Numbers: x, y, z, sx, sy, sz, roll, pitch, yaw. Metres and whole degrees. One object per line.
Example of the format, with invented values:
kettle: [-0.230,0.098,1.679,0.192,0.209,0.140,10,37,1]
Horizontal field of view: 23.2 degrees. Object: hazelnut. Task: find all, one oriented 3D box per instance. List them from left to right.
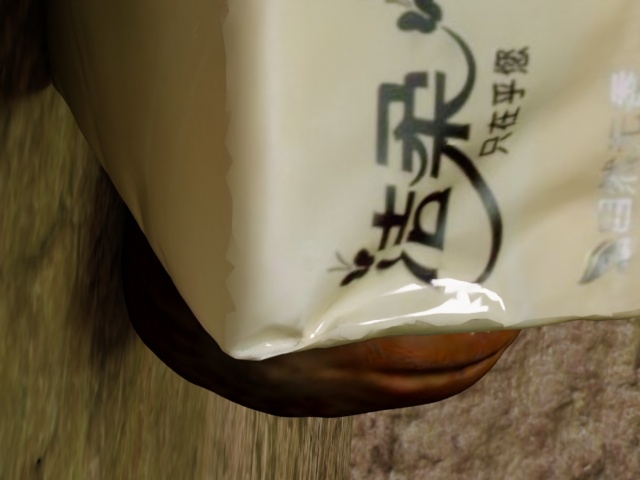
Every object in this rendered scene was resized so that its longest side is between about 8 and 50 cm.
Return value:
hazelnut: [0.000,0.000,0.837,0.229,0.230,0.229,5,90,-83]

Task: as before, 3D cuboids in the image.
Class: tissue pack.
tissue pack: [0.012,-0.208,0.528,0.332,0.205,0.404,-132,-141,-62]
